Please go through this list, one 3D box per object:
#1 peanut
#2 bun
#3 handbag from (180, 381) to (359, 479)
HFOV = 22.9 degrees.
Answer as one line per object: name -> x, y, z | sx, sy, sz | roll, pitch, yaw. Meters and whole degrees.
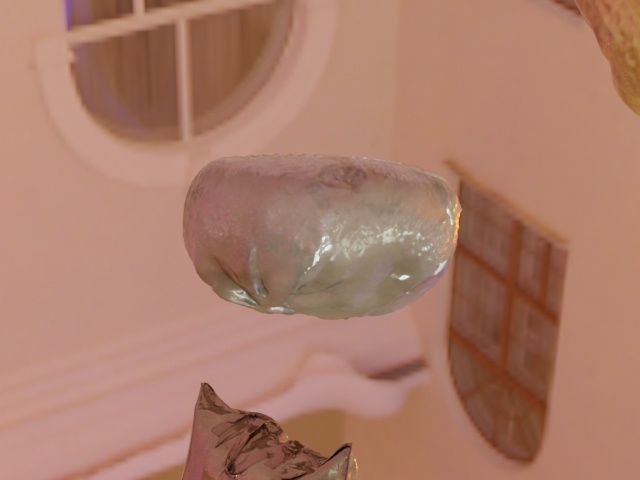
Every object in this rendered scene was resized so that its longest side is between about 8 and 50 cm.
peanut -> 0.423, -0.289, 2.094 | 0.147, 0.147, 0.306 | -9, -116, -17
bun -> 0.005, 0.000, 1.926 | 0.354, 0.194, 0.354 | 2, 176, 0
handbag -> -0.058, 0.257, 1.638 | 0.117, 0.183, 0.270 | 4, -168, -43
